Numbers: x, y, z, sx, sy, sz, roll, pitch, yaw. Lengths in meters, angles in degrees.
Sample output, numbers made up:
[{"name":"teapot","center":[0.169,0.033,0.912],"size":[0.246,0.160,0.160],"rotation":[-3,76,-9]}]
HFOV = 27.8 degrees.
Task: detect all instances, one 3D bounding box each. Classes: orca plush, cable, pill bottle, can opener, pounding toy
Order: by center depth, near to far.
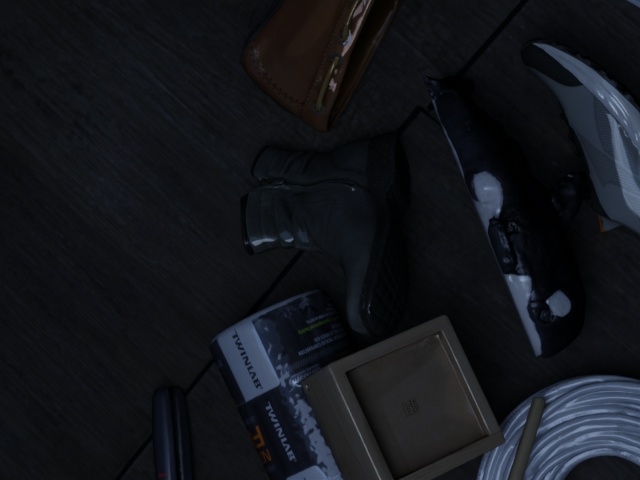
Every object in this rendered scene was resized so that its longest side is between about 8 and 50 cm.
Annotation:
[{"name":"pounding toy","center":[0.110,0.181,1.171],"size":[0.181,0.094,0.206],"rotation":[-21,82,-24]},{"name":"cable","center":[0.271,0.252,1.200],"size":[0.257,0.089,0.257],"rotation":[-2,87,15]},{"name":"orca plush","center":[0.196,-0.040,1.208],"size":[0.102,0.151,0.287],"rotation":[-22,62,5]},{"name":"pill bottle","center":[-0.002,0.181,1.255],"size":[0.130,0.130,0.245],"rotation":[-28,82,14]},{"name":"can opener","center":[-0.153,0.243,1.334],"size":[0.073,0.059,0.186],"rotation":[-5,89,16]}]

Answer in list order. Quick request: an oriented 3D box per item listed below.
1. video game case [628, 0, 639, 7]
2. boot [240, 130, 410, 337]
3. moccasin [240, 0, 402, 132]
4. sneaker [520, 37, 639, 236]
[{"name":"video game case","center":[0.351,-0.261,1.183],"size":[0.157,0.019,0.143],"rotation":[34,128,13]},{"name":"boot","center":[0.000,0.000,1.240],"size":[0.161,0.083,0.246],"rotation":[-9,47,16]},{"name":"moccasin","center":[0.078,-0.274,1.231],"size":[0.147,0.139,0.380],"rotation":[39,100,12]},{"name":"sneaker","center":[0.271,-0.078,1.198],"size":[0.108,0.100,0.271],"rotation":[-41,79,17]}]
